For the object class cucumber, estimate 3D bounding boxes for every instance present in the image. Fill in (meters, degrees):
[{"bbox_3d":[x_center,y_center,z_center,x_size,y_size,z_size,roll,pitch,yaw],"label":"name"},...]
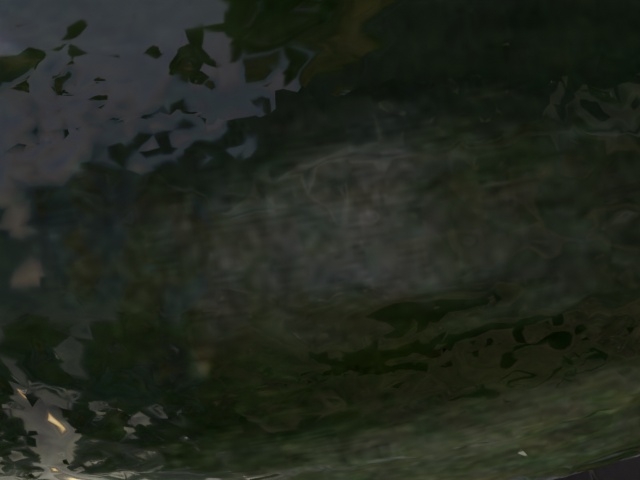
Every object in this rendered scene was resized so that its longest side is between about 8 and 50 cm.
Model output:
[{"bbox_3d":[-0.029,-0.001,0.426,0.105,0.325,0.145,2,-92,-83],"label":"cucumber"}]

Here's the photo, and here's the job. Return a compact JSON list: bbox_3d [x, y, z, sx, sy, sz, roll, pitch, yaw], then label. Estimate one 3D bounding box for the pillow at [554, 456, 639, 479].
[{"bbox_3d":[0.000,0.000,0.692,0.228,0.326,0.101,-25,-3,-16],"label":"pillow"}]
